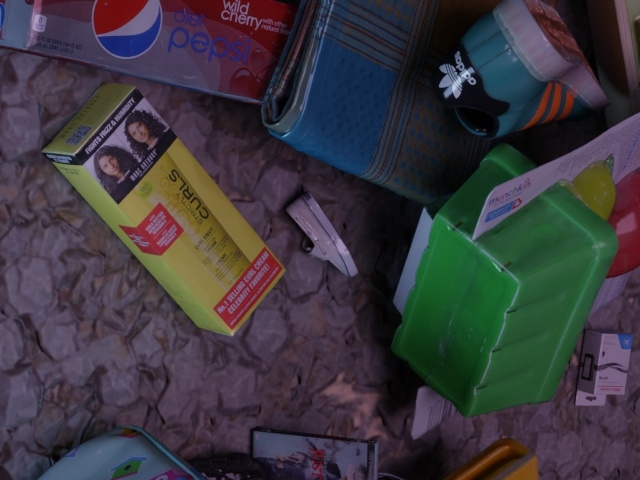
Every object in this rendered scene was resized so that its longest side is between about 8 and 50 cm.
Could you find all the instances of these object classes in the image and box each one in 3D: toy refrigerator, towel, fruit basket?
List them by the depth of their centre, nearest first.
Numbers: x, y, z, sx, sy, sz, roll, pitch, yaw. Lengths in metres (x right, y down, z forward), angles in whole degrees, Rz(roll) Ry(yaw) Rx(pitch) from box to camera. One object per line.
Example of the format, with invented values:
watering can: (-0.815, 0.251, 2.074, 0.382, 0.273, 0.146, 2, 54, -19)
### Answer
towel: (0.096, -0.176, 1.658, 0.370, 0.040, 0.271, 21, 85, -54)
fruit basket: (0.227, 0.003, 1.735, 0.353, 0.165, 0.327, -35, 152, -40)
toy refrigerator: (0.336, -0.201, 1.813, 0.102, 0.094, 0.269, -18, 118, -8)

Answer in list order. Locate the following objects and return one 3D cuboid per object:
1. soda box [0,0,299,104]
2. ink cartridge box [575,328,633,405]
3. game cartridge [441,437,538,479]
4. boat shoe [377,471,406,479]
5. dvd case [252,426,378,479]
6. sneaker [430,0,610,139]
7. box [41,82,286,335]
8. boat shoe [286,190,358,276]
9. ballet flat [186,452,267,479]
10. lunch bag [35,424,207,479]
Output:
soda box: (-0.143, -0.180, 1.502, 0.263, 0.083, 0.092, 10, 93, -38)
ink cartridge box: (0.302, 0.138, 1.924, 0.048, 0.028, 0.083, 4, 96, -37)
game cartridge: (0.105, 0.386, 1.760, 0.285, 0.052, 0.324, -30, 133, -29)
boat shoe: (0.088, 0.262, 1.743, 0.183, 0.065, 0.083, -7, 138, -34)
dvd case: (-0.006, 0.221, 1.662, 0.013, 0.119, 0.087, -25, 118, -71)
sneaker: (0.181, -0.153, 1.674, 0.108, 0.121, 0.302, 62, 16, 15)
box: (-0.131, -0.025, 1.554, 0.087, 0.058, 0.232, -50, 123, -20)
boat shoe: (0.000, 0.000, 1.676, 0.035, 0.035, 0.100, -32, 123, 2)
ballet flat: (-0.128, 0.219, 1.618, 0.173, 0.049, 0.057, 4, 118, -31)
lunch bag: (-0.197, 0.289, 1.444, 0.279, 0.224, 0.108, -41, 120, -15)
